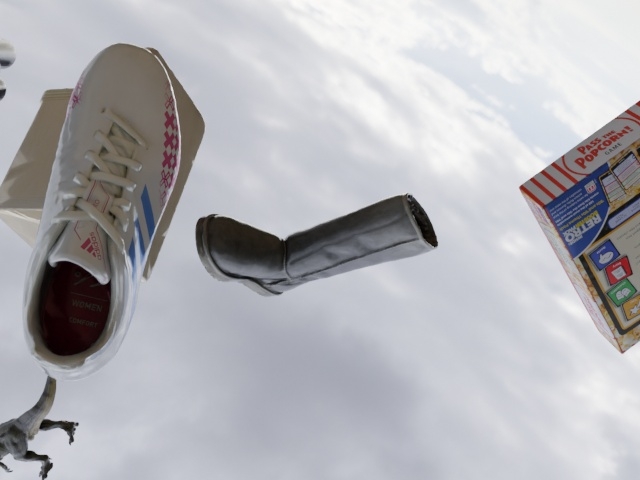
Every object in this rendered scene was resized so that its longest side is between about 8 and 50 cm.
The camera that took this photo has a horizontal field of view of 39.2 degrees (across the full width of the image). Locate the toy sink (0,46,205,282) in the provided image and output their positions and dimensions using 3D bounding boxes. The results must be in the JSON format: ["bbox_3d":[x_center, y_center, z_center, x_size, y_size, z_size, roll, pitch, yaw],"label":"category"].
[{"bbox_3d":[-0.252,-0.090,1.046,0.153,0.131,0.234,58,-139,-52],"label":"toy sink"}]

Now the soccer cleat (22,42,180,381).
[{"bbox_3d":[-0.200,-0.031,0.836,0.115,0.332,0.143,10,176,-7],"label":"soccer cleat"}]

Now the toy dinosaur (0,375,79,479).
[{"bbox_3d":[-0.447,0.302,1.383,0.118,0.268,0.064,36,-156,-30],"label":"toy dinosaur"}]

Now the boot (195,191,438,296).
[{"bbox_3d":[-0.001,-0.002,0.938,0.189,0.208,0.076,26,-124,-59],"label":"boot"}]

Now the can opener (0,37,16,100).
[{"bbox_3d":[-0.307,-0.139,0.783,0.095,0.076,0.283,19,-170,-6],"label":"can opener"}]

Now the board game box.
[{"bbox_3d":[0.277,-0.012,0.777,0.193,0.146,0.045,54,-178,-31],"label":"board game box"}]
